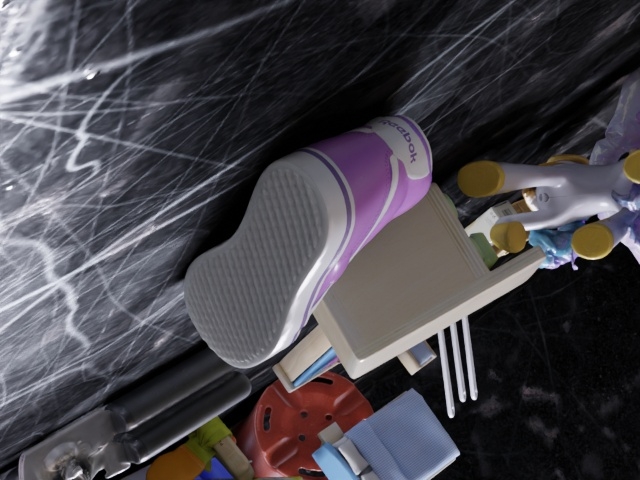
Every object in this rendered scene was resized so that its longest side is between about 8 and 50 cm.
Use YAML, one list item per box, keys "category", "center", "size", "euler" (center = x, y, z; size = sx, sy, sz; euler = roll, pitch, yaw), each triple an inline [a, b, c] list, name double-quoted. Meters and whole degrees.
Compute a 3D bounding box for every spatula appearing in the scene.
- category: "spatula"
  center: [0.196, 0.137, 2.213]
  size: [0.019, 0.242, 0.168]
  euler: [-4, -173, 22]

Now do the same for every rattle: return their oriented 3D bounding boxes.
- category: "rattle"
  center: [-0.169, 0.322, 2.082]
  size: [0.143, 0.130, 0.200]
  euler: [-55, -176, -13]

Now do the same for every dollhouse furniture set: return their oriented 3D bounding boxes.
- category: "dollhouse furniture set"
  center: [0.135, 0.223, 2.144]
  size: [0.286, 0.303, 0.198]
  euler: [-28, 170, -36]

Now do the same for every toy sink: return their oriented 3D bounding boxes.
- category: "toy sink"
  center: [0.105, 0.031, 1.606]
  size: [0.234, 0.131, 0.153]
  euler: [-29, 170, -7]

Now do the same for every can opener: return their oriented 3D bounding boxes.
- category: "can opener"
  center: [-0.209, 0.195, 1.578]
  size: [0.283, 0.076, 0.095]
  euler: [-30, -158, -32]

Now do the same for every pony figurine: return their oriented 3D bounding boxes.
- category: "pony figurine"
  center: [0.360, -0.068, 1.729]
  size: [0.351, 0.302, 0.363]
  euler: [-4, -174, 21]

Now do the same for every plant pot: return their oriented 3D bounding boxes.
- category: "plant pot"
  center: [-0.029, 0.354, 2.440]
  size: [0.272, 0.272, 0.265]
  euler: [-31, 162, -24]

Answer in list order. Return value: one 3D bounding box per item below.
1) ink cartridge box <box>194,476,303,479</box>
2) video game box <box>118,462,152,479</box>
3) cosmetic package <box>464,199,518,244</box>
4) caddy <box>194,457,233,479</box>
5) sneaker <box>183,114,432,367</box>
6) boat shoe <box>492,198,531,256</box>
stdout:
- category: "ink cartridge box"
  center: [-0.203, 0.377, 2.035]
  size: [0.304, 0.072, 0.307]
  euler: [-2, 176, 12]
- category: "video game box"
  center: [-0.299, 0.409, 2.352]
  size: [0.187, 0.048, 0.205]
  euler: [-43, 167, 31]
- category: "cosmetic package"
  center: [0.232, -0.006, 2.135]
  size: [0.115, 0.041, 0.060]
  euler: [-40, 170, 31]
- category: "caddy"
  center: [-0.232, 0.493, 2.316]
  size: [0.341, 0.179, 0.241]
  euler: [-39, 171, 19]
- category: "sneaker"
  center: [0.001, 0.001, 1.178]
  size: [0.161, 0.102, 0.282]
  euler: [-32, 171, -37]
- category: "boat shoe"
  center: [0.276, -0.012, 2.234]
  size: [0.170, 0.063, 0.059]
  euler: [-30, 179, -12]
